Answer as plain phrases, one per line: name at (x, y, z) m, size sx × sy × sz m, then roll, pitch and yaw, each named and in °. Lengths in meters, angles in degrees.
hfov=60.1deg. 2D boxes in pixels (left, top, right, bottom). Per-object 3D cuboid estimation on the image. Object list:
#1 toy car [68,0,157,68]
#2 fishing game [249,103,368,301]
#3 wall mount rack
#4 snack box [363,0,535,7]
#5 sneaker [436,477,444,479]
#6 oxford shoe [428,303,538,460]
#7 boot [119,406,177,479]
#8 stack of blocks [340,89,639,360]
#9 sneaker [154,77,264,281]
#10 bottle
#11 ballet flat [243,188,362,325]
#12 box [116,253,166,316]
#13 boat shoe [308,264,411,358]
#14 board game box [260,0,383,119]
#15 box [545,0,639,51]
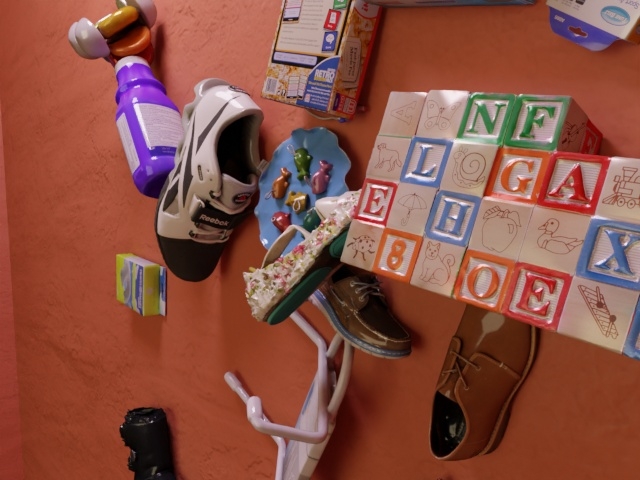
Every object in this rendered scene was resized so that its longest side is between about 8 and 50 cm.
toy car at (-0.390, -0.394, 1.088) m, size 0.182 × 0.159 × 0.136 m, roll 23°, pitch 149°, yaw 55°
fishing game at (-0.035, -0.066, 0.724) m, size 0.189 × 0.041 × 0.264 m, roll 28°, pitch 102°, yaw 47°
wall mount rack at (-0.068, 0.223, 0.764) m, size 0.304 × 0.130 × 0.350 m, roll -92°, pitch 21°, yaw -63°
snack box at (0.139, -0.390, 0.509) m, size 0.187 × 0.060 × 0.322 m, roll 24°, pitch 110°, yaw 46°
sneaker at (0.126, 0.287, 0.598) m, size 0.119 × 0.047 × 0.057 m, roll -21°, pitch 70°, yaw 41°
oxford shoe at (0.150, 0.119, 0.528) m, size 0.076 × 0.076 × 0.212 m, roll 21°, pitch 107°, yaw 49°
boot at (-0.328, 0.451, 1.100) m, size 0.246 × 0.094 × 0.207 m, roll -1°, pitch 96°, yaw 56°
stack of blocks at (0.170, -0.022, 0.449) m, size 0.297 × 0.087 × 0.171 m, roll 18°, pitch 90°, yaw 45°
sneaker at (-0.164, -0.069, 0.845) m, size 0.146 × 0.122 × 0.330 m, roll 35°, pitch 119°, yaw 45°
bottle at (-0.309, -0.210, 1.007) m, size 0.092 × 0.118 × 0.282 m, roll -38°, pitch 65°, yaw 33°
ballet flat at (0.000, 0.000, 0.629) m, size 0.241 × 0.091 × 0.077 m, roll -40°, pitch 68°, yaw 11°
box at (-0.387, 0.094, 1.184) m, size 0.178 × 0.042 × 0.109 m, roll 12°, pitch 102°, yaw 50°
boat shoe at (0.041, 0.072, 0.658) m, size 0.183 × 0.066 × 0.066 m, roll 34°, pitch 117°, yaw 43°
board game box at (0.003, -0.258, 0.678) m, size 0.147 × 0.045 × 0.193 m, roll 28°, pitch 107°, yaw 46°
box at (0.240, -0.219, 0.431) m, size 0.081 × 0.028 × 0.136 m, roll 49°, pitch 130°, yaw 36°
